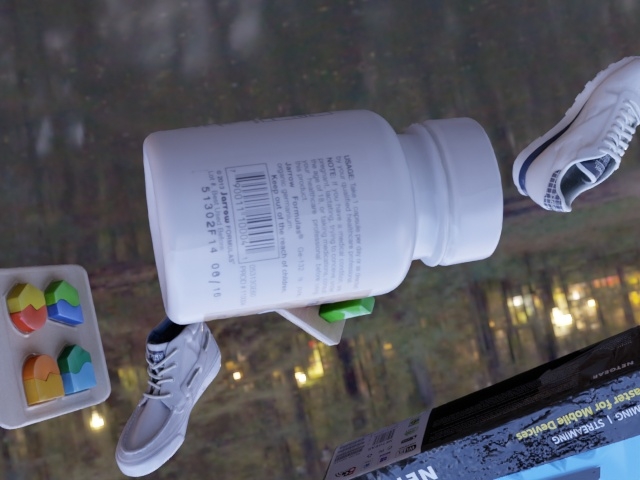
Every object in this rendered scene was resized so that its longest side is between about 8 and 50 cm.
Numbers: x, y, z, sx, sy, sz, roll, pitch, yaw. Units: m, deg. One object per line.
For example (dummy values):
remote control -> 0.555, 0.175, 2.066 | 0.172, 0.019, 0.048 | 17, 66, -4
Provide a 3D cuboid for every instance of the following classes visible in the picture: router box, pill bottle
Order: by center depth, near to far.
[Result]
router box -> 0.110, 0.137, 0.515 | 0.179, 0.133, 0.046 | -27, -166, 23
pill bottle -> 0.000, -0.022, 0.705 | 0.229, 0.131, 0.131 | -8, 174, -12

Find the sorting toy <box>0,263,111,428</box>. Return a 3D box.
sorting toy -> -0.344, 0.125, 1.292 | 0.038, 0.193, 0.208 | -14, 176, 23

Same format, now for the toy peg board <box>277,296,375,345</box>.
toy peg board -> 0.000, 0.000, 1.082 | 0.160, 0.161, 0.079 | 36, 144, -30

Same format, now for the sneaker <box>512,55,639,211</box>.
sneaker -> 0.352, -0.130, 1.280 | 0.235, 0.090, 0.095 | -48, -147, -1

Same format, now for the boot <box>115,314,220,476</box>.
boot -> -0.226, 0.197, 1.433 | 0.095, 0.123, 0.258 | -1, -145, 22
